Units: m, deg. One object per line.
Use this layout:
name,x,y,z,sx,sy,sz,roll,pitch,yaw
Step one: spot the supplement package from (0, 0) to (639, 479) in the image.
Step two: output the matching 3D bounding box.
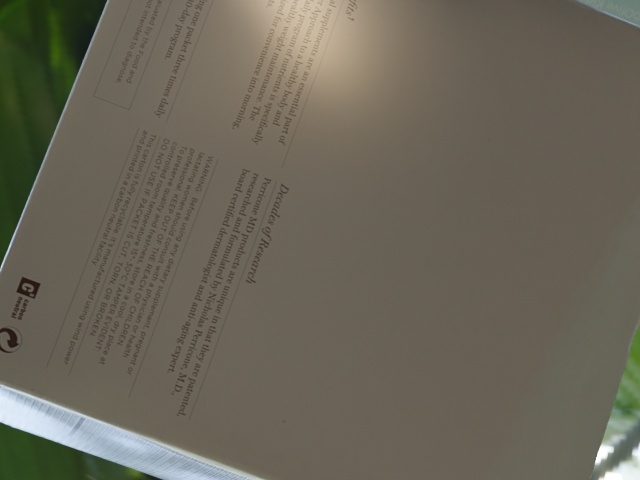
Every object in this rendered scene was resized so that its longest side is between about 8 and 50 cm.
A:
supplement package,0.000,0.000,0.674,0.203,0.149,0.194,21,-103,-7

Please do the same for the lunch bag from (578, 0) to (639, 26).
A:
lunch bag,0.140,-0.083,1.013,0.279,0.108,0.224,20,-56,1
